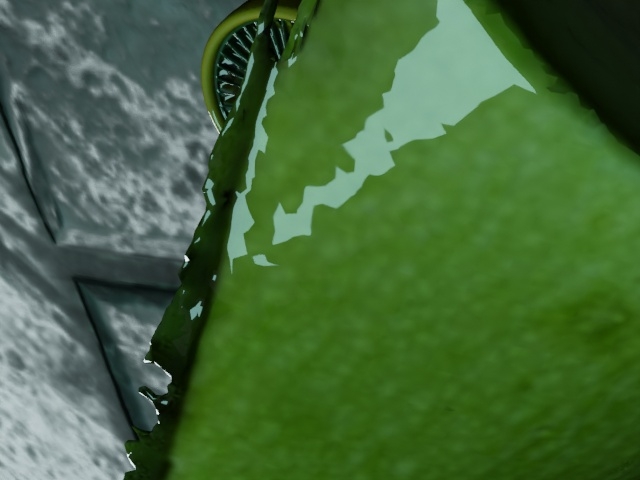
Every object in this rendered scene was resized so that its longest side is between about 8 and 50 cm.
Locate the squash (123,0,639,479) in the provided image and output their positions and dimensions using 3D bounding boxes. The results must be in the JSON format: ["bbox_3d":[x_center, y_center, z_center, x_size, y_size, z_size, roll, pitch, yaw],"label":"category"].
[{"bbox_3d":[0.000,0.000,0.527,0.210,0.233,0.309,40,128,-19],"label":"squash"}]

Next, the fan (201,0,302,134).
[{"bbox_3d":[0.016,-0.078,0.646,0.082,0.039,0.155,42,136,1],"label":"fan"}]
